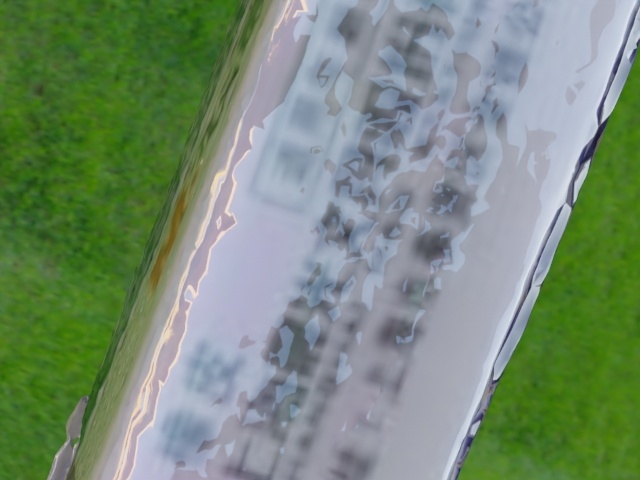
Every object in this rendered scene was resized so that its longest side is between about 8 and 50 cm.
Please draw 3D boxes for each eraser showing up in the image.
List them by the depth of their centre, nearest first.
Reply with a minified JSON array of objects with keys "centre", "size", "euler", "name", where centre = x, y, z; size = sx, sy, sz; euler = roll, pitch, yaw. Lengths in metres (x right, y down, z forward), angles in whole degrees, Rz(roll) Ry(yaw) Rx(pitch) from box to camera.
[{"centre":[0.000,0.000,0.406],"size":[0.086,0.130,0.287],"euler":[20,98,-12],"name":"eraser"}]
